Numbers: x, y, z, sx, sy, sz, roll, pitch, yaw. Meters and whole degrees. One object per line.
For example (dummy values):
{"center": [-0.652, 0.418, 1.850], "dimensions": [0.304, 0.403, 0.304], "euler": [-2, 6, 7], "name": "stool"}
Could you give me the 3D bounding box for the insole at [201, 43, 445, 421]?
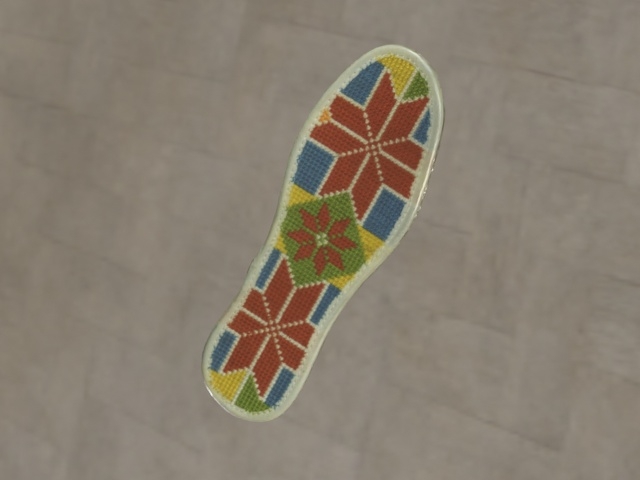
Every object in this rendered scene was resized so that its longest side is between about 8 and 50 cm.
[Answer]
{"center": [0.000, 0.000, 0.751], "dimensions": [0.065, 0.006, 0.193], "euler": [32, 108, 11], "name": "insole"}
